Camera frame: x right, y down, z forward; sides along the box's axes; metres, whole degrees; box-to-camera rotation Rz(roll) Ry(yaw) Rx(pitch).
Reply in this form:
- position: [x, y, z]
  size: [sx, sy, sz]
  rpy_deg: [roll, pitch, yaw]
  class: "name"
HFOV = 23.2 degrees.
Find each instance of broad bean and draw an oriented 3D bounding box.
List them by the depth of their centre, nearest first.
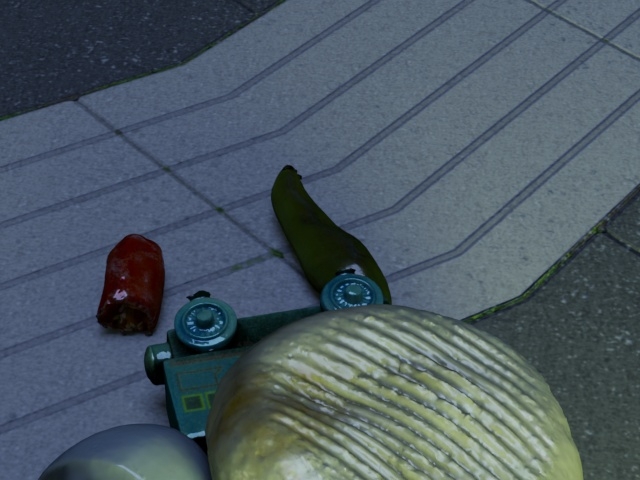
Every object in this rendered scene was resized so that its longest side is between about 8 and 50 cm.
- position: [-0.001, -0.006, 1.865]
  size: [0.075, 0.067, 0.325]
  rpy_deg: [2, 38, -32]
  class: "broad bean"

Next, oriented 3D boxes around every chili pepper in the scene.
- position: [-0.218, 0.047, 1.804]
  size: [0.073, 0.070, 0.123]
  rpy_deg: [-13, 41, 10]
  class: "chili pepper"

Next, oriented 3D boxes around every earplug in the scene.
- position: [-0.149, 0.293, 1.397]
  size: [0.175, 0.214, 0.325]
  rpy_deg: [-13, 34, -16]
  class: "earplug"

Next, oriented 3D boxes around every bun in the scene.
- position: [0.067, 0.228, 1.453]
  size: [0.365, 0.219, 0.365]
  rpy_deg: [11, 34, -8]
  class: "bun"

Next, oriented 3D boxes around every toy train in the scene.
- position: [-0.030, 0.145, 1.652]
  size: [0.298, 0.120, 0.194]
  rpy_deg: [-9, 48, -11]
  class: "toy train"
